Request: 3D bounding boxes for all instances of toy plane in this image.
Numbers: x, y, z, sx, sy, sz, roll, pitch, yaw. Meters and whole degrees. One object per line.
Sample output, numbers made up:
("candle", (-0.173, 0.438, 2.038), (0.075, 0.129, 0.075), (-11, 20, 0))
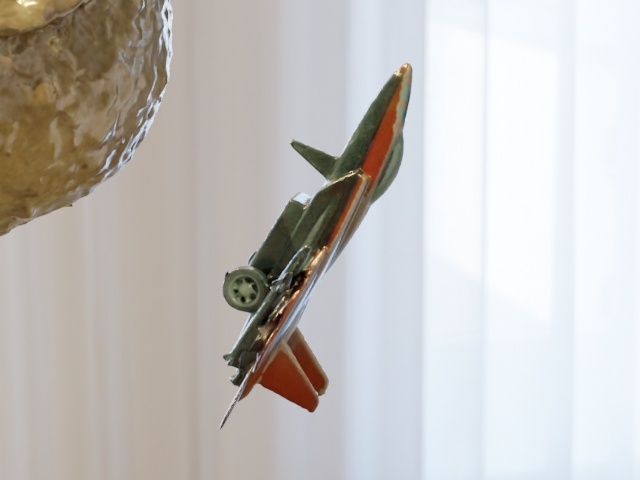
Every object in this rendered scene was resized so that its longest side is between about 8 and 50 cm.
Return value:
("toy plane", (-0.007, -0.003, 1.110), (0.104, 0.326, 0.223), (20, 14, 6))

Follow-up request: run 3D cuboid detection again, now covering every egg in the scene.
("egg", (-0.239, -0.132, 0.922), (0.279, 0.279, 0.310), (6, 37, 37))
